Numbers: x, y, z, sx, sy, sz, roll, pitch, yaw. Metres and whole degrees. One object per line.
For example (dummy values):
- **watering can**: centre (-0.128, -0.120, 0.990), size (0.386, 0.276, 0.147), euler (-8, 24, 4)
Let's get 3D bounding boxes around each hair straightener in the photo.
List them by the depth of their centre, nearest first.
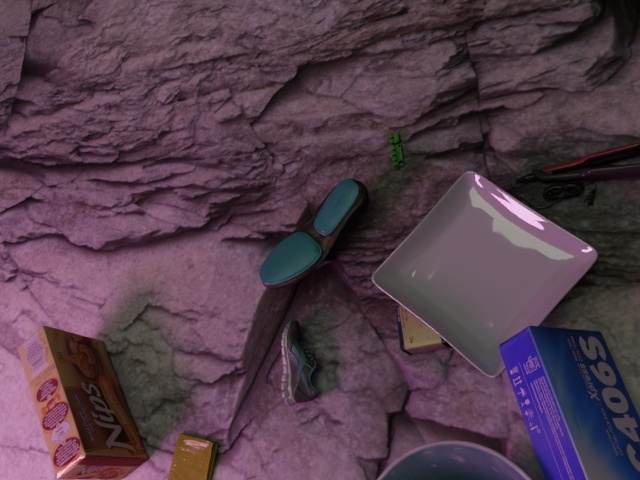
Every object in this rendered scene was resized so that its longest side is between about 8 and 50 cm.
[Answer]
- **hair straightener**: centre (0.453, -0.105, 1.131), size (0.230, 0.047, 0.089), euler (-10, 67, 23)

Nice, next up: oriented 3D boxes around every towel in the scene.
- **towel**: centre (-0.274, 0.512, 1.276), size (0.102, 0.021, 0.237), euler (5, 73, 27)

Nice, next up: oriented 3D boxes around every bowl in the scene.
- **bowl**: centre (0.223, 0.468, 0.952), size (0.311, 0.163, 0.311), euler (-14, 60, 26)

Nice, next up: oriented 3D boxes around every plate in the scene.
- **plate**: centre (0.277, 0.052, 1.111), size (0.277, 0.045, 0.278), euler (39, 84, 28)

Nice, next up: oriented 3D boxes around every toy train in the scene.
- **toy train**: centre (0.157, -0.186, 1.328), size (0.024, 0.017, 0.083), euler (-10, 67, 11)

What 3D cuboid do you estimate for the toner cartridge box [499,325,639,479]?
- **toner cartridge box**: centre (0.390, 0.295, 0.917), size (0.075, 0.165, 0.348), euler (-51, 42, 45)

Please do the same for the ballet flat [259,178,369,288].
- **ballet flat**: centre (0.000, 0.000, 1.288), size (0.280, 0.096, 0.095), euler (-45, 63, 3)

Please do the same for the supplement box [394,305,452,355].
- **supplement box**: centre (0.186, 0.156, 1.160), size (0.083, 0.056, 0.083), euler (-15, 65, 20)

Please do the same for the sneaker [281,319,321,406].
- **sneaker**: centre (-0.035, 0.236, 1.248), size (0.076, 0.065, 0.166), euler (-5, 71, 7)

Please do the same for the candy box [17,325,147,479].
- **candy box**: centre (-0.503, 0.342, 1.359), size (0.087, 0.183, 0.316), euler (-39, 59, 10)
